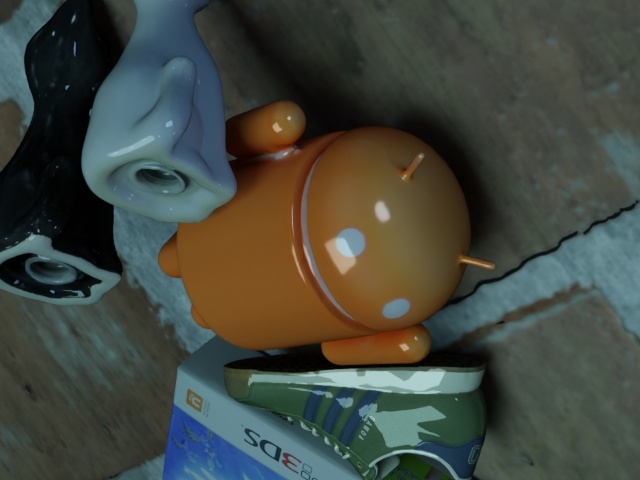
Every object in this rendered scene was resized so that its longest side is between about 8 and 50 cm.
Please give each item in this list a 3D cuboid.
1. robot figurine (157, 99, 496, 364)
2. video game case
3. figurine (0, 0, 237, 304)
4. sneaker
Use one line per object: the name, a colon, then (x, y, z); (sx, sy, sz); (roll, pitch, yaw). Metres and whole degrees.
robot figurine: (-0.001, -0.001, 0.940); (0.219, 0.128, 0.158); (-11, 79, 42)
video game case: (-0.010, 0.233, 1.146); (0.244, 0.061, 0.269); (29, 132, 22)
figurine: (-0.132, -0.096, 0.967); (0.092, 0.209, 0.215); (19, 145, -33)
sneaker: (0.022, 0.122, 1.020); (0.192, 0.064, 0.086); (-2, 96, 28)
